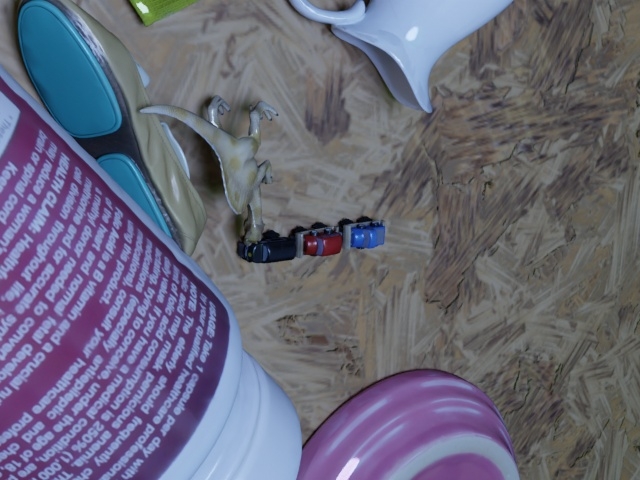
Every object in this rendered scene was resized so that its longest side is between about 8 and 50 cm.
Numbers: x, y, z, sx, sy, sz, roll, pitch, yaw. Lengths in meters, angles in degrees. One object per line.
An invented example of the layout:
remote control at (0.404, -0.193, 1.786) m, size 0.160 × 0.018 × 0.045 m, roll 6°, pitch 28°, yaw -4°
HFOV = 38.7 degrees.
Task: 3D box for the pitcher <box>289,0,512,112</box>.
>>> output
pitcher at (0.085, -0.240, 0.773) m, size 0.177 × 0.125 × 0.207 m, roll 35°, pitch 93°, yaw -23°

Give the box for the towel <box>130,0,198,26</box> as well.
towel at (-0.146, -0.255, 0.604) m, size 0.237 × 0.102 × 0.021 m, roll 54°, pitch 31°, yaw -35°

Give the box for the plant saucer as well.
plant saucer at (0.097, 0.304, 0.958) m, size 0.332 × 0.084 × 0.332 m, roll -11°, pitch 109°, yaw -34°

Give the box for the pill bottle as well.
pill bottle at (-0.192, 0.060, 0.580) m, size 0.224 × 0.224 × 0.392 m, roll -49°, pitch 126°, yaw -14°

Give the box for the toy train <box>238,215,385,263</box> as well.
toy train at (0.000, 0.000, 0.823) m, size 0.158 × 0.036 × 0.027 m, roll -9°, pitch 109°, yaw -35°

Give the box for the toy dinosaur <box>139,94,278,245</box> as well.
toy dinosaur at (-0.068, -0.070, 0.710) m, size 0.183 × 0.053 × 0.093 m, roll 60°, pitch 30°, yaw -49°

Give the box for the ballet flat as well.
ballet flat at (-0.148, -0.085, 0.678) m, size 0.073 × 0.080 × 0.232 m, roll -56°, pitch 137°, yaw -46°
